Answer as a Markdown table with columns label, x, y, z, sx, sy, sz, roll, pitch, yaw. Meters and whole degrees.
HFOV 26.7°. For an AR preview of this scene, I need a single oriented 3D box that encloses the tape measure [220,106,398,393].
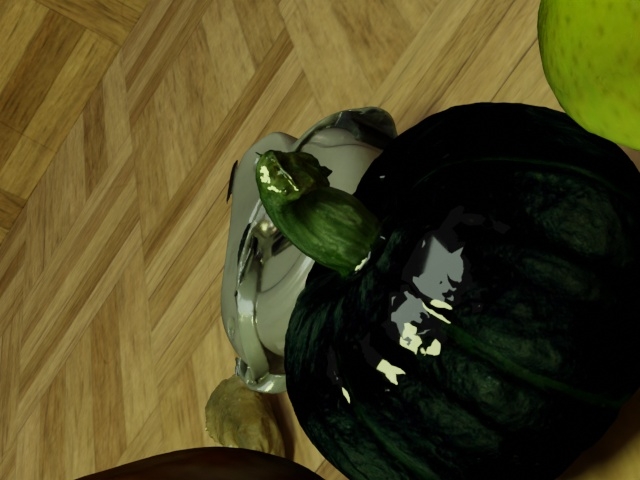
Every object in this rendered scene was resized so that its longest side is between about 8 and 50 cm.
| label | x | y | z | sx | sy | sz | roll | pitch | yaw |
| --- | --- | --- | --- | --- | --- | --- | --- | --- | --- |
| tape measure | 0.000 | 0.000 | 1.083 | 0.197 | 0.120 | 0.236 | -33 | 42 | 46 |

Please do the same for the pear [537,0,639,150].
| label | x | y | z | sx | sy | sz | roll | pitch | yaw |
| --- | --- | --- | --- | --- | --- | --- | --- | --- | --- |
| pear | 0.209 | -0.170 | 0.706 | 0.239 | 0.139 | 0.288 | -18 | 45 | 30 |

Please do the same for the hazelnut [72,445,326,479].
| label | x | y | z | sx | sy | sz | roll | pitch | yaw |
| --- | --- | --- | --- | --- | --- | --- | --- | --- | --- |
| hazelnut | -0.095 | 0.284 | 0.759 | 0.366 | 0.366 | 0.366 | -46 | 29 | 35 |

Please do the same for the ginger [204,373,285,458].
| label | x | y | z | sx | sy | sz | roll | pitch | yaw |
| --- | --- | --- | --- | --- | --- | --- | --- | --- | --- |
| ginger | -0.062 | 0.166 | 1.120 | 0.069 | 0.051 | 0.173 | -59 | 22 | 17 |

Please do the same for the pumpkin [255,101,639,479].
| label | x | y | z | sx | sy | sz | roll | pitch | yaw |
| --- | --- | --- | --- | --- | --- | --- | --- | --- | --- |
| pumpkin | 0.062 | 0.019 | 0.772 | 0.248 | 0.248 | 0.248 | -46 | 29 | 35 |
